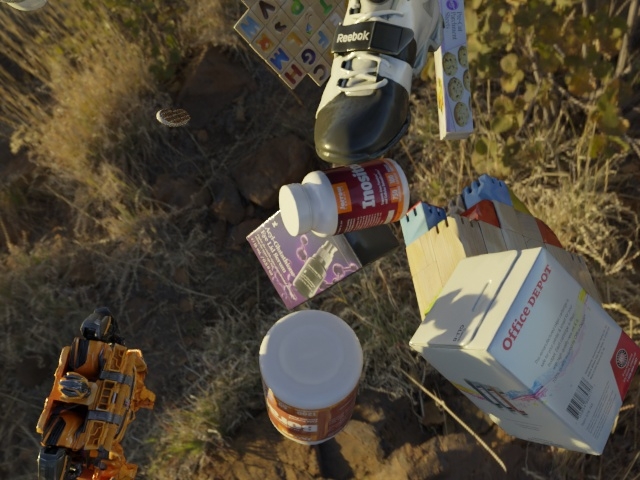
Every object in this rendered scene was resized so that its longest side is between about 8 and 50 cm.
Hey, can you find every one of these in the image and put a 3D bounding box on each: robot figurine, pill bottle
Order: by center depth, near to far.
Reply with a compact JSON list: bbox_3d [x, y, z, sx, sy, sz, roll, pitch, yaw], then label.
[{"bbox_3d":[-0.256,0.204,0.730,0.085,0.291,0.211,11,63,-6],"label":"robot figurine"},{"bbox_3d":[0.029,-0.052,0.785,0.152,0.086,0.086,-14,55,-20],"label":"pill bottle"},{"bbox_3d":[-0.012,0.187,0.786,0.121,0.216,0.121,0,56,-1],"label":"pill bottle"}]

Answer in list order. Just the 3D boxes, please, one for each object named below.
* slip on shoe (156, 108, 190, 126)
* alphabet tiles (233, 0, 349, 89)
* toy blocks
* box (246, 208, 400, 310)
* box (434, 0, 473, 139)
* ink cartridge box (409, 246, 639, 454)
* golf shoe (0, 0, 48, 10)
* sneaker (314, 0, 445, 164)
[{"bbox_3d":[-0.388,-0.313,1.595,0.041,0.135,0.051,-36,96,21],"label":"slip on shoe"},{"bbox_3d":[-0.044,-0.547,1.492,0.285,0.342,0.011,-50,43,1],"label":"alphabet tiles"},{"bbox_3d":[0.264,0.029,0.903,0.191,0.381,0.261,-42,45,41],"label":"toy blocks"},{"bbox_3d":[0.000,0.000,1.013,0.108,0.207,0.153,-26,83,-45],"label":"box"},{"bbox_3d":[0.298,-0.390,1.397,0.067,0.063,0.324,-1,82,-1],"label":"box"},{"bbox_3d":[0.212,0.112,0.642,0.128,0.176,0.127,-53,17,-22],"label":"ink cartridge box"},{"bbox_3d":[-0.446,-0.504,0.927,0.115,0.140,0.306,25,107,8],"label":"golf shoe"},{"bbox_3d":[0.062,-0.238,0.752,0.122,0.146,0.330,6,53,23],"label":"sneaker"}]
